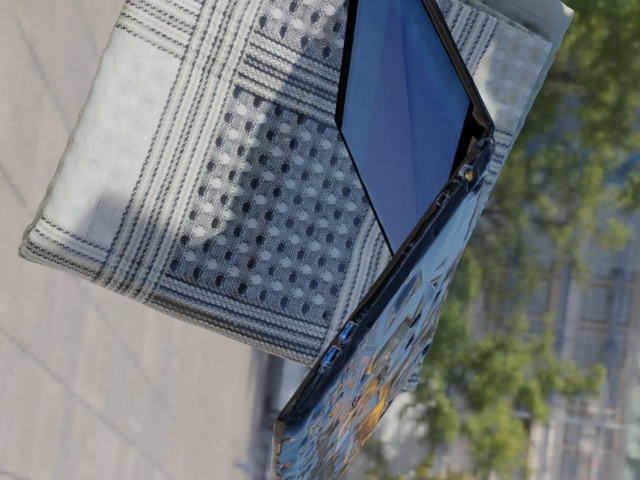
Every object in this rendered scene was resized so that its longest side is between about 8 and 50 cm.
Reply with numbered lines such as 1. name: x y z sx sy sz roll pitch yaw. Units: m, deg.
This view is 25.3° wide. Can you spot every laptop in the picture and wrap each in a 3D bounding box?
1. laptop: 0.000 0.000 0.737 0.264 0.136 0.234 -53 166 -24

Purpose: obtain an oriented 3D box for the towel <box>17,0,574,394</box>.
1. towel: -0.002 -0.083 0.969 0.324 0.312 0.056 -67 -158 -1
